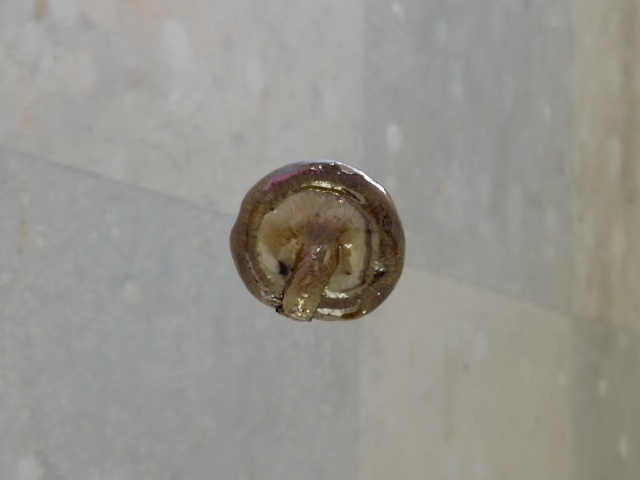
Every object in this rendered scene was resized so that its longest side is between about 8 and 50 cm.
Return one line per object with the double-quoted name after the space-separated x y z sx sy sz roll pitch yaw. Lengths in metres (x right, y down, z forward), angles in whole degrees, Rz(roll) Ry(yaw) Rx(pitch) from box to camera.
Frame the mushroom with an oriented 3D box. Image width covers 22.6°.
0.000 0.000 1.151 0.087 0.127 0.127 -114 -162 -86 "mushroom"
